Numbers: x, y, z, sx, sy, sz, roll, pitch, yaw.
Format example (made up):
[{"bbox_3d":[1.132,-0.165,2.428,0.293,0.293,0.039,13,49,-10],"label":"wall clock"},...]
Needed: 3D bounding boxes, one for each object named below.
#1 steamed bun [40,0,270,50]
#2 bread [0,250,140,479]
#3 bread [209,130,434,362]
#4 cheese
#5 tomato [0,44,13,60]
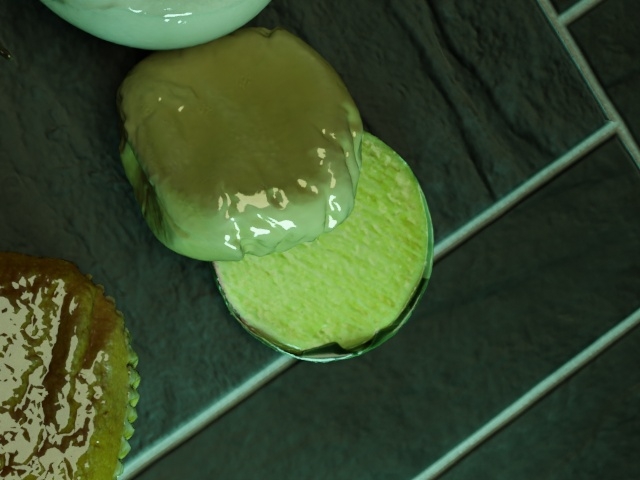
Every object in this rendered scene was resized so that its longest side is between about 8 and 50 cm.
[{"bbox_3d":[-0.159,-0.299,1.728,0.283,0.177,0.283,4,78,-22],"label":"steamed bun"},{"bbox_3d":[-0.268,0.137,1.681,0.227,0.142,0.253,14,83,-10],"label":"bread"},{"bbox_3d":[0.000,0.000,1.838,0.228,0.033,0.229,1,87,-17],"label":"bread"},{"bbox_3d":[-0.071,-0.092,1.749,0.214,0.117,0.226,-16,68,-11],"label":"cheese"},{"bbox_3d":[-0.421,-0.175,1.635,0.309,0.170,0.309,2,84,-19],"label":"tomato"}]
